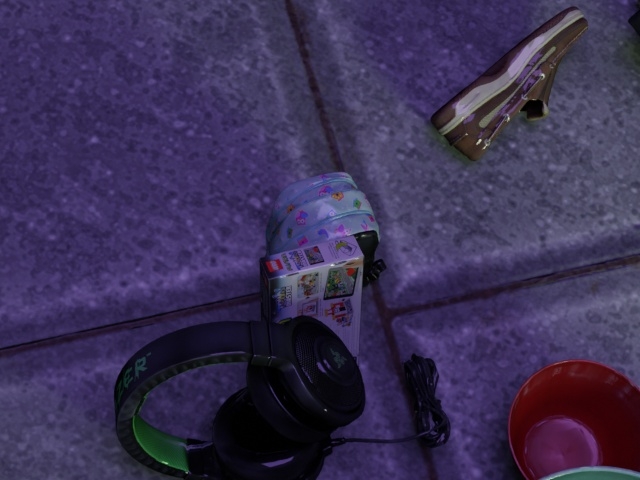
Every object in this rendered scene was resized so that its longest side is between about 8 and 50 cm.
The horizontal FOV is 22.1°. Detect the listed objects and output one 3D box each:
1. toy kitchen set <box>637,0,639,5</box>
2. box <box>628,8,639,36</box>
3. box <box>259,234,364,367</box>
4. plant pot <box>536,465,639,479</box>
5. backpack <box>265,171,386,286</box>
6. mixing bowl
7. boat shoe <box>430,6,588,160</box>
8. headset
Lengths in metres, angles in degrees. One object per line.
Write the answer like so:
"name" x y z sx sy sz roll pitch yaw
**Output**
"toy kitchen set" 0.459 -0.281 2.198 0.075 0.068 0.083 12 70 31
"box" 0.637 -0.281 2.108 0.343 0.179 0.312 -39 94 -21
"box" -0.011 0.088 1.881 0.114 0.207 0.036 -13 48 -14
"plant pot" 0.273 0.399 1.697 0.293 0.196 0.293 3 68 -7
"backpack" 0.000 0.000 1.932 0.152 0.182 0.115 -24 73 -16
"mixing bowl" 0.296 0.239 1.922 0.181 0.098 0.181 3 68 -8
"boat shoe" 0.260 -0.196 2.111 0.257 0.095 0.095 -40 92 -15
"headset" -0.037 0.173 1.846 0.394 0.243 0.185 11 46 -20
